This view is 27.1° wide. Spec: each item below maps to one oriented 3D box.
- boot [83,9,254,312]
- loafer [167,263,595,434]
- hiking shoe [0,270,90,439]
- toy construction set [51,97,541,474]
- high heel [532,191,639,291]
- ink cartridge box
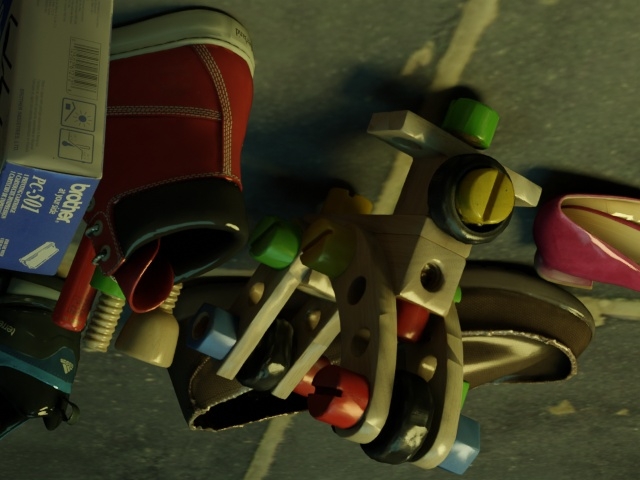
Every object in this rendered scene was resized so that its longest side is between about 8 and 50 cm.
[{"bbox_3d":[-0.156,-0.032,0.806,0.244,0.176,0.088,-11,150,20],"label":"boot"},{"bbox_3d":[0.046,0.110,1.105,0.366,0.130,0.134,-4,150,4],"label":"loafer"},{"bbox_3d":[-0.326,0.121,1.108,0.304,0.132,0.113,-21,145,31],"label":"hiking shoe"},{"bbox_3d":[0.000,0.000,0.905,0.309,0.237,0.257,20,178,-4],"label":"toy construction set"},{"bbox_3d":[0.279,0.003,0.980,0.244,0.082,0.117,9,161,7],"label":"high heel"},{"bbox_3d":[-0.135,-0.097,0.660,0.046,0.207,0.097,10,148,-20],"label":"ink cartridge box"}]
